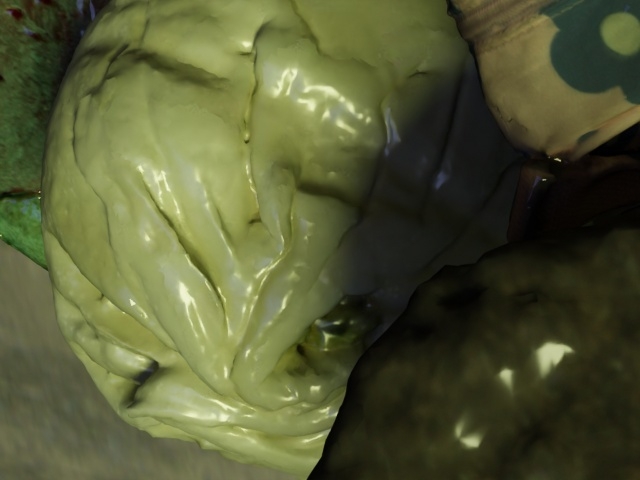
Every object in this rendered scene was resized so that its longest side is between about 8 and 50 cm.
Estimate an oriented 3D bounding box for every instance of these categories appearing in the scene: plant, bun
[{"bbox_3d":[0.127,0.126,0.525,0.215,0.312,0.213,-6,66,14],"label":"plant"},{"bbox_3d":[0.000,0.000,0.619,0.229,0.145,0.229,-3,124,-5],"label":"bun"}]

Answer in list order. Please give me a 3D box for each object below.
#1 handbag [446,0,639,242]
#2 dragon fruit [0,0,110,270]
[{"bbox_3d":[0.132,-0.124,0.484,0.251,0.193,0.190,-31,97,41],"label":"handbag"},{"bbox_3d":[-0.152,-0.126,0.717,0.268,0.130,0.295,-3,110,35],"label":"dragon fruit"}]
